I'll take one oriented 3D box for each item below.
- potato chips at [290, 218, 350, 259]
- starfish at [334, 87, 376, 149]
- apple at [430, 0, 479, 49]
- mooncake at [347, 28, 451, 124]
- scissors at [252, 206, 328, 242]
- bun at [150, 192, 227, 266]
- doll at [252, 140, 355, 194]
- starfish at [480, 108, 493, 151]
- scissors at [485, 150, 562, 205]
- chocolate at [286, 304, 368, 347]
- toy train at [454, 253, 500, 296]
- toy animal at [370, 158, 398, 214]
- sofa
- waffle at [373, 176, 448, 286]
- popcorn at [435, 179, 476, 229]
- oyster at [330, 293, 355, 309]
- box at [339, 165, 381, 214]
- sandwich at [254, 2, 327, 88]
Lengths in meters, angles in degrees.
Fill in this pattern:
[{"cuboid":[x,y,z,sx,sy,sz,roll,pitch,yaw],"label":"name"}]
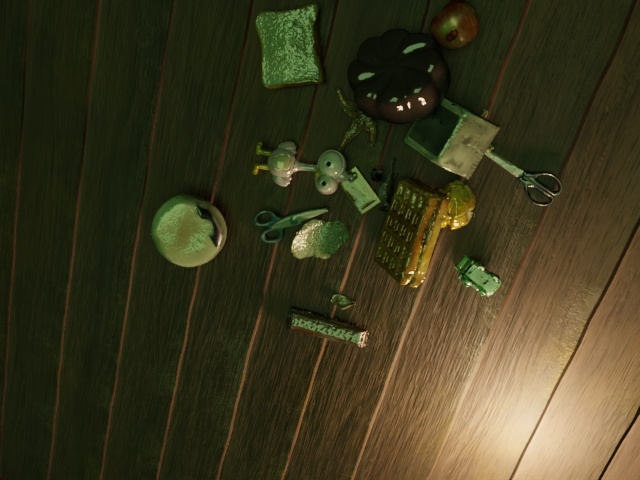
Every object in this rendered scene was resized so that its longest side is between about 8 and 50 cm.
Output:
[{"cuboid":[0.000,0.002,1.896,0.228,0.059,0.167,-4,113,10],"label":"potato chips"},{"cuboid":[0.120,-0.433,1.743,0.138,0.050,0.248,-1,95,12],"label":"starfish"},{"cuboid":[0.408,-0.648,1.556,0.146,0.146,0.131,-39,106,21],"label":"apple"},{"cuboid":[0.238,-0.502,1.580,0.305,0.154,0.306,-6,74,22],"label":"mooncake"},{"cuboid":[-0.105,-0.077,1.905,0.289,0.041,0.138,-16,113,16],"label":"scissors"},{"cuboid":[-0.492,-0.047,1.949,0.283,0.179,0.283,-3,111,-7],"label":"bun"},{"cuboid":[-0.054,-0.255,1.808,0.365,0.094,0.160,13,94,13],"label":"doll"},{"cuboid":[0.490,-0.326,1.674,0.150,0.053,0.210,29,115,12],"label":"starfish"},{"cuboid":[0.645,-0.223,1.689,0.300,0.022,0.109,34,114,4],"label":"scissors"},{"cuboid":[0.020,0.342,1.989,0.329,0.065,0.103,14,110,11],"label":"chocolate"},{"cuboid":[0.546,0.122,1.791,0.149,0.081,0.099,33,111,-4],"label":"toy train"},{"cuboid":[0.225,-0.176,1.784,0.105,0.070,0.203,-13,105,-14],"label":"toy animal"},{"cuboid":[0.413,-0.344,1.653,0.176,0.225,0.210,11,115,-37],"label":"sofa"},{"cuboid":[0.299,-0.032,1.729,0.098,0.224,0.328,4,112,-25],"label":"waffle"},{"cuboid":[0.439,-0.113,1.709,0.152,0.148,0.167,29,95,36],"label":"popcorn"},{"cuboid":[0.086,0.236,1.959,0.093,0.034,0.051,27,95,17],"label":"oyster"},{"cuboid":[0.137,-0.177,1.827,0.089,0.022,0.156,-36,95,22],"label":"box"},{"cuboid":[-0.100,-0.638,1.713,0.226,0.087,0.251,-1,106,15],"label":"sandwich"}]
